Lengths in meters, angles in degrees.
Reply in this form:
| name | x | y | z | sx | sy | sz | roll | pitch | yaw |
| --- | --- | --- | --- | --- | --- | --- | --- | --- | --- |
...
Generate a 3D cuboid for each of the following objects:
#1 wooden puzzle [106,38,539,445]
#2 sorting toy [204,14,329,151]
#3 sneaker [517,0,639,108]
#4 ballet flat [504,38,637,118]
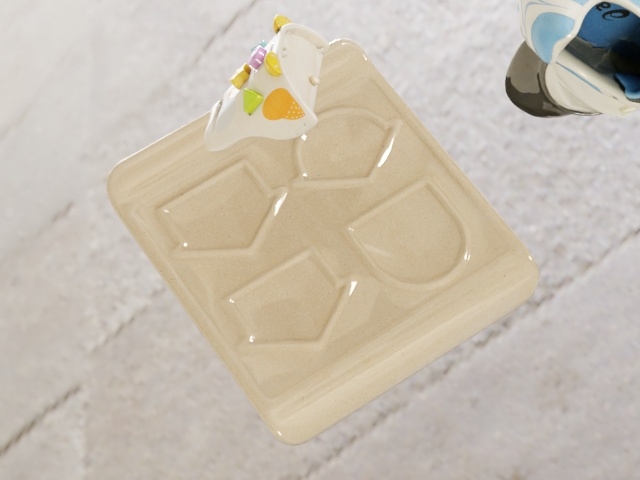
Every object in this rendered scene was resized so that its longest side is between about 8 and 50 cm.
| name | x | y | z | sx | sy | sz | roll | pitch | yaw |
| --- | --- | --- | --- | --- | --- | --- | --- | --- | --- |
| wooden puzzle | 0.000 | 0.000 | 1.708 | 0.322 | 0.080 | 0.348 | -31 | 71 | -14 |
| sorting toy | -0.038 | -0.086 | 0.972 | 0.075 | 0.045 | 0.083 | -36 | 27 | 28 |
| sneaker | 0.222 | -0.105 | 0.995 | 0.085 | 0.237 | 0.086 | 131 | 147 | -48 |
| ballet flat | 0.242 | -0.157 | 1.251 | 0.280 | 0.095 | 0.096 | -37 | 27 | 38 |
